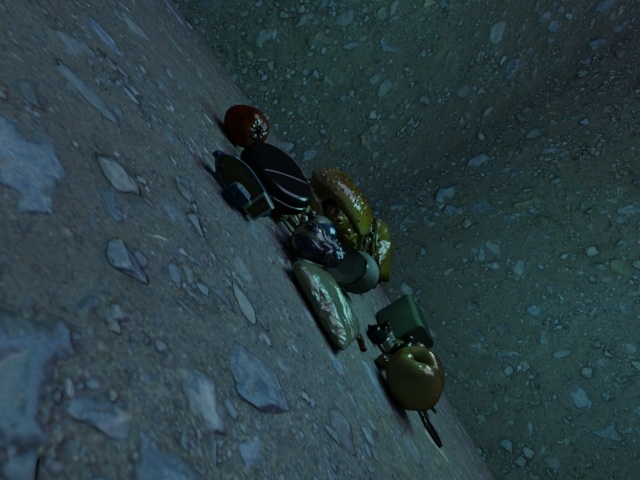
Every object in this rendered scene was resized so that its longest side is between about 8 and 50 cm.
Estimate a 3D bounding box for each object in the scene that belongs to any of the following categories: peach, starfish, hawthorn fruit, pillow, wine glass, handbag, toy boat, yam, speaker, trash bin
[{"bbox_3d":[0.316,0.482,1.461,0.233,0.232,0.232,55,8,-11],"label":"peach"},{"bbox_3d":[-0.130,-0.114,1.560,0.299,0.060,0.302,64,22,8],"label":"starfish"},{"bbox_3d":[-0.305,-0.468,1.631,0.285,0.165,0.165,55,5,39],"label":"hawthorn fruit"},{"bbox_3d":[0.031,0.181,1.269,0.274,0.076,0.280,59,8,12],"label":"pillow"},{"bbox_3d":[0.136,0.125,1.770,0.191,0.190,0.357,59,7,16],"label":"wine glass"},{"bbox_3d":[-0.153,-0.217,1.463,0.253,0.093,0.308,11,41,-48],"label":"handbag"},{"bbox_3d":[-0.201,-0.136,1.085,0.215,0.088,0.102,55,11,-18],"label":"toy boat"},{"bbox_3d":[0.252,0.459,1.623,0.057,0.056,0.241,59,6,22],"label":"yam"},{"bbox_3d":[0.220,0.383,1.755,0.075,0.060,0.094,54,-27,-18],"label":"speaker"},{"bbox_3d":[0.414,0.436,2.134,0.158,0.222,0.343,55,10,-10],"label":"trash bin"}]

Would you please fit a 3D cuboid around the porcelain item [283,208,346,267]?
[{"bbox_3d":[0.000,0.000,1.406,0.186,0.138,0.288,31,9,2],"label":"porcelain item"}]

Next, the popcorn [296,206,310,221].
[{"bbox_3d":[-0.080,-0.110,1.732,0.089,0.109,0.097,14,-59,37],"label":"popcorn"}]

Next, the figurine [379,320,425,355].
[{"bbox_3d":[0.380,0.512,1.825,0.370,0.167,0.281,48,23,1],"label":"figurine"}]

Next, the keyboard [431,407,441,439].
[{"bbox_3d":[0.460,0.703,1.935,0.103,0.041,0.381,49,10,-43],"label":"keyboard"}]

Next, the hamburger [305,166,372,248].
[{"bbox_3d":[0.091,-0.108,1.915,0.445,0.268,0.287,51,13,-49],"label":"hamburger"}]

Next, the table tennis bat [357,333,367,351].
[{"bbox_3d":[0.132,0.336,1.503,0.098,0.019,0.155,53,5,-27],"label":"table tennis bat"}]

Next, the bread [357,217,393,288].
[{"bbox_3d":[0.286,0.082,2.234,0.191,0.370,0.314,15,-6,23],"label":"bread"}]

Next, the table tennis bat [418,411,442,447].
[{"bbox_3d":[0.426,0.726,1.715,0.221,0.019,0.130,58,6,3],"label":"table tennis bat"}]
